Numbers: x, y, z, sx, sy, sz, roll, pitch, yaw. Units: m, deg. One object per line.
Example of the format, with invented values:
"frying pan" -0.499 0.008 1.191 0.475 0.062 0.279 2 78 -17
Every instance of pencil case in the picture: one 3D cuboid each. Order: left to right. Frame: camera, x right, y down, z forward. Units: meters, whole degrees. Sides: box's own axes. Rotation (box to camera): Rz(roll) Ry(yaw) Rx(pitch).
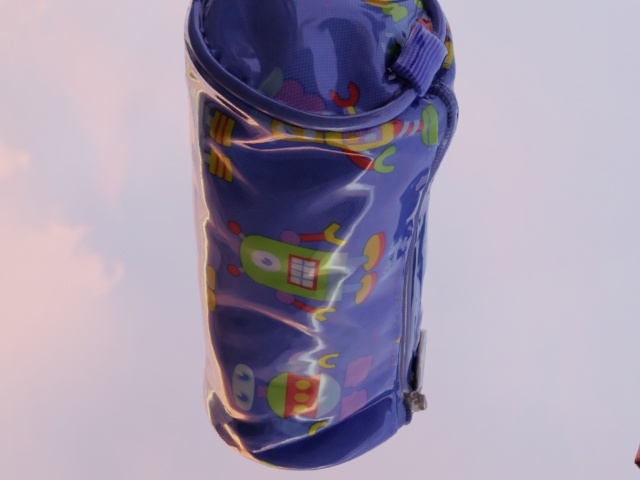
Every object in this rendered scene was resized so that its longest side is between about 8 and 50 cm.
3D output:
"pencil case" 0.000 0.000 0.686 0.133 0.119 0.306 16 -39 12

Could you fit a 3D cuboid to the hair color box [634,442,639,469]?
"hair color box" 0.258 0.113 0.901 0.043 0.141 0.072 -21 -61 43
